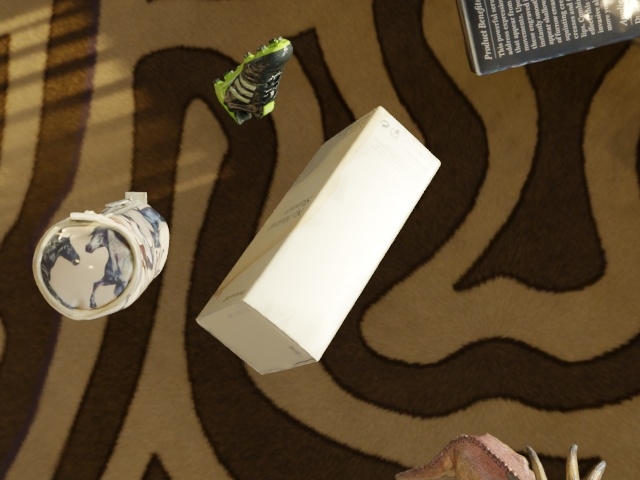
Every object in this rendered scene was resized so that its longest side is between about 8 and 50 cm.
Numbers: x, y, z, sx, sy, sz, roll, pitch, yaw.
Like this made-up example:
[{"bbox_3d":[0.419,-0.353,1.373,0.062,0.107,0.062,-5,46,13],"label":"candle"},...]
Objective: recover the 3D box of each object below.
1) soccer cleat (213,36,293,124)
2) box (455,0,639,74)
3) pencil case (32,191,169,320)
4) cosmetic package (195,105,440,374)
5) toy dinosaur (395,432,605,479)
[{"bbox_3d":[-0.073,-0.193,1.028,0.060,0.179,0.072,-36,99,-28],"label":"soccer cleat"},{"bbox_3d":[0.402,-0.398,1.272,0.395,0.293,0.212,-11,100,11],"label":"box"},{"bbox_3d":[-0.360,0.017,1.439,0.159,0.410,0.184,-7,96,-3],"label":"pencil case"},{"bbox_3d":[0.000,0.000,1.016,0.113,0.160,0.309,42,61,-13],"label":"cosmetic package"},{"bbox_3d":[0.199,0.265,0.865,0.127,0.200,0.295,-41,42,-20],"label":"toy dinosaur"}]
